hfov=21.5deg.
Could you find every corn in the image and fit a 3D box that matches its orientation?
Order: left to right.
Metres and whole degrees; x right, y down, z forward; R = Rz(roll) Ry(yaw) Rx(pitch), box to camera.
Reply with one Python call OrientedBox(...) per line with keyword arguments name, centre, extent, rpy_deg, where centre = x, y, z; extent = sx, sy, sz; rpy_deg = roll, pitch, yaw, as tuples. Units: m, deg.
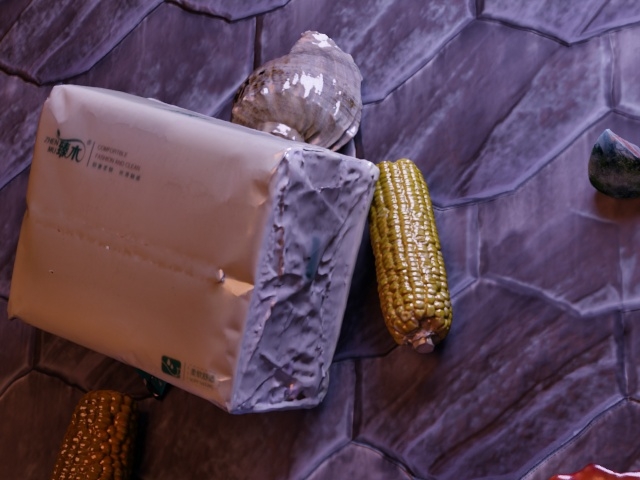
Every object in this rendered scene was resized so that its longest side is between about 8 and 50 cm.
OrientedBox(name="corn", centre=(-0.278, 0.325, 1.962), extent=(0.101, 0.101, 0.310), rpy_deg=(-8, 66, 34))
OrientedBox(name="corn", centre=(0.094, 0.014, 1.844), extent=(0.080, 0.080, 0.238), rpy_deg=(-26, 57, 25))

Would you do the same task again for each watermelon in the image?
OrientedBox(name="watermelon", centre=(0.313, -0.086, 1.742), extent=(0.085, 0.085, 0.061), rpy_deg=(-6, 31, 35))

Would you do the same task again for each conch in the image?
OrientedBox(name="conch", centre=(-0.022, -0.164, 2.021), extent=(0.155, 0.130, 0.207), rpy_deg=(20, 56, 8))

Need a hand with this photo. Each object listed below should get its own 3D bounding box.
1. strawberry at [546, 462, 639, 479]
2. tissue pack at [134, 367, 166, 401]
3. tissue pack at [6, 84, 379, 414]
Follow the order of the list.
OrientedBox(name="strawberry", centre=(0.288, 0.341, 1.510), extent=(0.336, 0.149, 0.265), rpy_deg=(-16, 45, 19))
OrientedBox(name="tissue pack", centre=(-0.172, 0.119, 2.030), extent=(0.138, 0.028, 0.085), rpy_deg=(-46, 49, 7))
OrientedBox(name="tissue pack", centre=(-0.152, 0.003, 1.896), extent=(0.380, 0.207, 0.297), rpy_deg=(16, 97, 37))
